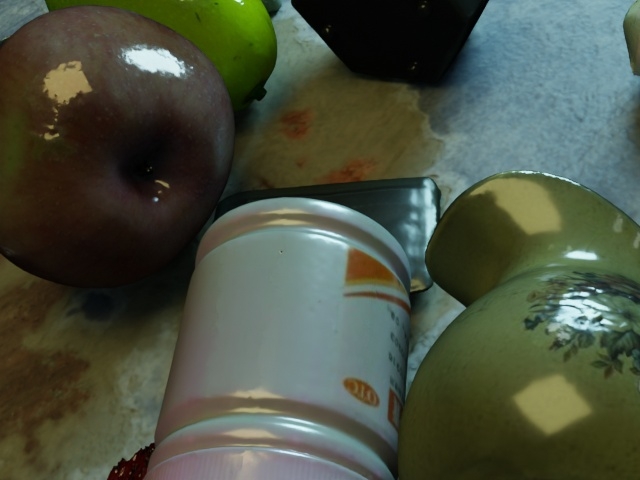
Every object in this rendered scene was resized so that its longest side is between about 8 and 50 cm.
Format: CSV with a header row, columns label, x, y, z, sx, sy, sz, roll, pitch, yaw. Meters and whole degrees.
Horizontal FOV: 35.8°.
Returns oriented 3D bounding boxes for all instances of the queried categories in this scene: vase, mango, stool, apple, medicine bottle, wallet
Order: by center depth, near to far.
label,x,y,z,sx,sy,sz,roll,pitch,yaw
vase,0.227,0.124,0.741,0.329,0.241,0.302,16,40,0
medicine bottle,-0.031,0.143,0.815,0.202,0.202,0.316,-6,50,18
wallet,0.000,0.000,1.021,0.245,0.052,0.169,-6,42,15
apple,-0.228,-0.099,1.044,0.306,0.306,0.235,-47,34,-19
stool,0.087,-0.300,1.135,0.232,0.232,0.141,12,55,30
mango,-0.208,-0.278,1.226,0.343,0.192,0.156,24,38,16

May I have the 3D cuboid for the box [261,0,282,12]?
label,x,y,z,sx,sy,sz,roll,pitch,yaw
box,-0.119,-0.366,1.318,0.124,0.172,0.093,-14,63,13

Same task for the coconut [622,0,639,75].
label,x,y,z,sx,sy,sz,roll,pitch,yaw
coconut,0.369,-0.213,1.012,0.122,0.116,0.116,24,64,30

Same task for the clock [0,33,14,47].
label,x,y,z,sx,sy,sz,roll,pitch,yaw
clock,-0.394,-0.192,1.353,0.280,0.055,0.281,-12,48,14

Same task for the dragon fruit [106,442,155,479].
label,x,y,z,sx,sy,sz,roll,pitch,yaw
dragon fruit,-0.158,0.255,0.889,0.097,0.063,0.131,-30,36,44
